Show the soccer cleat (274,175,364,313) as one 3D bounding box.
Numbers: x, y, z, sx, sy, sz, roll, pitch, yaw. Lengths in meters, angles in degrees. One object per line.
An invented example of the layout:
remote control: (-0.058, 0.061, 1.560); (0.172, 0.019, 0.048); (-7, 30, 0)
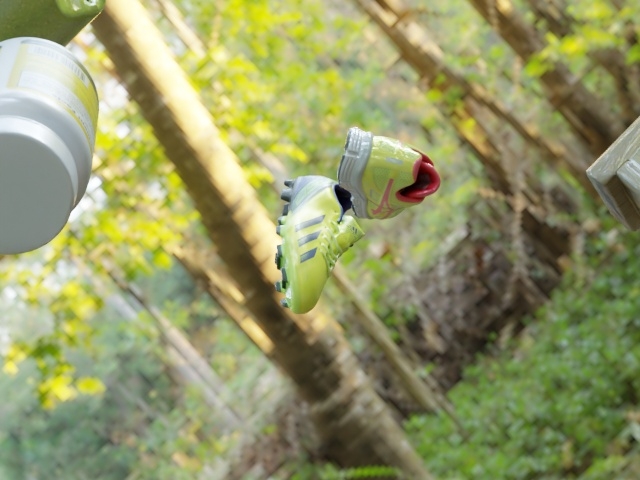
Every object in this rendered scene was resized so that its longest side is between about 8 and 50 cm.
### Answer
soccer cleat: (0.000, -0.001, 2.101); (0.289, 0.121, 0.093); (-86, 0, -57)

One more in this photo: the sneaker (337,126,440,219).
sneaker: (0.082, -0.060, 1.626); (0.208, 0.094, 0.081); (27, -106, -75)

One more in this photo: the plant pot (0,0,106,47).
plant pot: (-0.364, -0.233, 1.540); (0.254, 0.276, 0.276); (-32, 0, 22)

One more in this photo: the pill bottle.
pill bottle: (-0.238, -0.076, 1.214); (0.119, 0.119, 0.208); (-44, 21, 14)

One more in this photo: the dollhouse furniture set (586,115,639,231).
dollhouse furniture set: (0.268, 0.040, 0.652); (0.303, 0.174, 0.355); (-45, -34, 1)
